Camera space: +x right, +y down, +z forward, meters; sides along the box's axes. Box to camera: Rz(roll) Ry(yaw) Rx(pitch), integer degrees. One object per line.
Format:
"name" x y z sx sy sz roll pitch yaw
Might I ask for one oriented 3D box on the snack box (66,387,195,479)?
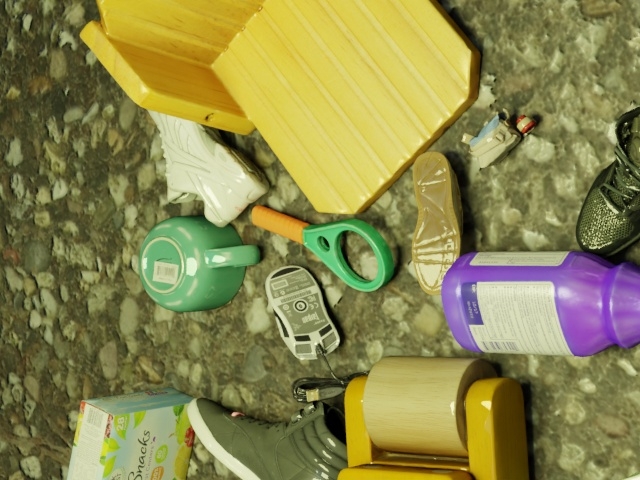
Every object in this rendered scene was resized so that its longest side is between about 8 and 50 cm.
"snack box" -0.258 0.312 1.944 0.070 0.174 0.207 18 101 35

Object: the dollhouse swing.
"dollhouse swing" -0.043 -0.231 1.725 0.347 0.315 0.305 -45 56 27

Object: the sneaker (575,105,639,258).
"sneaker" 0.332 -0.073 1.539 0.227 0.130 0.087 -50 62 28

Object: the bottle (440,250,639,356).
"bottle" 0.275 0.070 1.595 0.283 0.092 0.118 -1 121 36

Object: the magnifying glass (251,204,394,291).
"magnifying glass" 0.000 0.000 1.829 0.231 0.026 0.092 23 129 40

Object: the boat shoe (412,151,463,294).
"boat shoe" 0.145 -0.019 1.718 0.063 0.059 0.170 -2 85 24

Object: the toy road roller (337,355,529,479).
"toy road roller" 0.100 0.302 1.645 0.202 0.240 0.330 -2 90 35

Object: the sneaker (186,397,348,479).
"sneaker" -0.047 0.250 1.848 0.295 0.104 0.147 36 94 40

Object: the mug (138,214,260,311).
"mug" -0.171 0.023 1.921 0.158 0.097 0.129 -47 66 28

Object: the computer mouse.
"computer mouse" -0.012 0.118 1.830 0.042 0.106 0.193 98 152 -60

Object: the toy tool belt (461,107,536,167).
"toy tool belt" 0.204 -0.127 1.676 0.083 0.052 0.051 -45 75 27

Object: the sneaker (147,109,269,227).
"sneaker" -0.178 -0.110 1.915 0.115 0.090 0.232 -48 63 10

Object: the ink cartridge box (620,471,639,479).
"ink cartridge box" 0.366 0.337 1.572 0.235 0.056 0.171 -23 78 32
